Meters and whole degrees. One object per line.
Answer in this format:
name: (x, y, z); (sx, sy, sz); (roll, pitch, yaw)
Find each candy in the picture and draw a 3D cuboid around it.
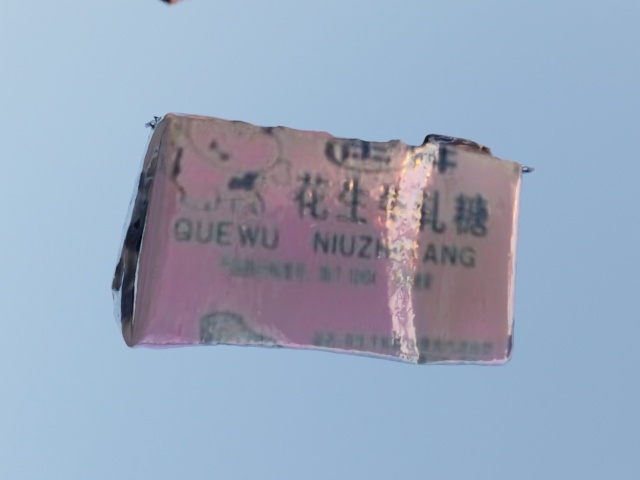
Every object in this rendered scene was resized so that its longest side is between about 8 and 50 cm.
candy: (0.000, 0.000, 0.358); (0.073, 0.160, 0.092); (-175, -89, -71)
